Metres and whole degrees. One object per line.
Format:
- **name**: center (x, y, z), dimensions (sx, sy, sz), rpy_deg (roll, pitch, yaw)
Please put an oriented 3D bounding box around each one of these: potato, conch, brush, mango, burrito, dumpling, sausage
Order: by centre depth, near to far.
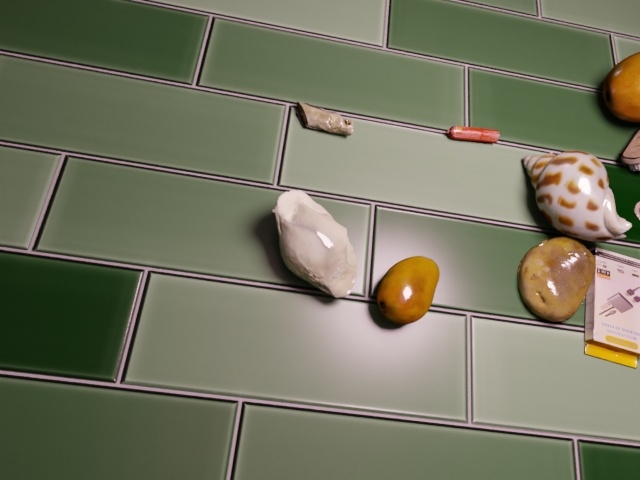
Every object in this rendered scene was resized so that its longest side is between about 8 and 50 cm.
- **dumpling**: center (0.003, 0.004, 0.915), dimensions (0.216, 0.126, 0.166), rpy_deg (37, 42, 15)
- **mango**: center (0.178, 0.094, 0.917), dimensions (0.111, 0.089, 0.163), rpy_deg (31, 59, -9)
- **potato**: center (0.527, 0.079, 0.980), dimensions (0.164, 0.081, 0.200), rpy_deg (34, 71, 3)
- **conch**: center (0.564, -0.109, 1.019), dimensions (0.149, 0.182, 0.274), rpy_deg (-17, 54, 14)
- **burrito**: center (0.007, -0.280, 1.048), dimensions (0.149, 0.041, 0.055), rpy_deg (18, 55, 2)
- **sausage**: center (0.367, -0.259, 1.100), dimensions (0.130, 0.034, 0.034), rpy_deg (5, 70, -7)
- **mango**: center (0.873, -0.405, 1.137), dimensions (0.318, 0.211, 0.172), rpy_deg (-18, 108, -5)
- **brush**: center (0.877, -0.281, 1.176), dimensions (0.327, 0.070, 0.065), rpy_deg (-45, 117, -24)

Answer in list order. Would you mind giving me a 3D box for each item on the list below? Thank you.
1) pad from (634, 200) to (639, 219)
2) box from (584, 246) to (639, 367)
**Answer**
- **pad**: center (0.921, -0.064, 1.132), dimensions (0.266, 0.002, 0.176), rpy_deg (-26, 76, -17)
- **box**: center (0.655, 0.144, 1.000), dimensions (0.129, 0.033, 0.247), rpy_deg (16, 69, -4)
